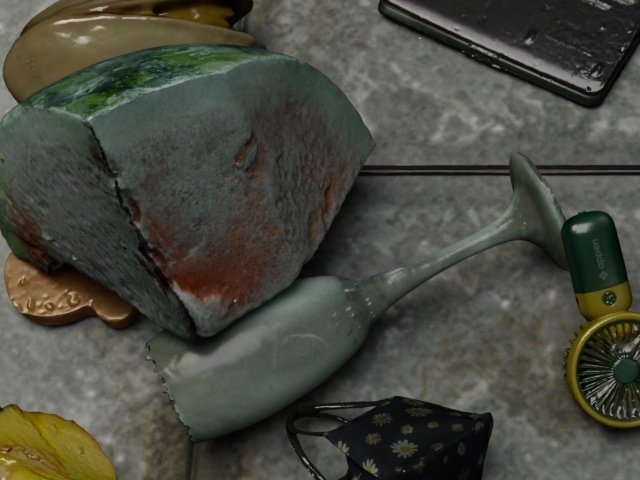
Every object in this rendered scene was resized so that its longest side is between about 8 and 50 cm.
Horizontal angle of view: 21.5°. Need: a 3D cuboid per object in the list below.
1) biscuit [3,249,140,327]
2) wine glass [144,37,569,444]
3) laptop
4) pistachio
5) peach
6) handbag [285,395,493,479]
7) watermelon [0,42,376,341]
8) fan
[{"bbox_3d":[-0.174,0.020,1.308,0.140,0.023,0.118,-27,62,-7],"label":"biscuit"},{"bbox_3d":[0.000,0.000,1.290,0.310,0.096,0.264,-26,39,-4],"label":"wine glass"},{"bbox_3d":[0.168,-0.207,1.373,0.207,0.026,0.154,27,69,20],"label":"laptop"},{"bbox_3d":[-0.147,-0.148,1.333,0.206,0.131,0.129,-16,70,-4],"label":"pistachio"},{"bbox_3d":[-0.215,0.193,1.172,0.151,0.118,0.151,12,28,-6],"label":"peach"},{"bbox_3d":[0.036,0.147,1.178,0.139,0.072,0.115,20,30,35],"label":"handbag"},{"bbox_3d":[-0.086,-0.029,1.214,0.290,0.320,0.213,-7,73,-33],"label":"watermelon"},{"bbox_3d":[0.203,0.054,1.186,0.082,0.039,0.155,-14,96,-5],"label":"fan"}]
